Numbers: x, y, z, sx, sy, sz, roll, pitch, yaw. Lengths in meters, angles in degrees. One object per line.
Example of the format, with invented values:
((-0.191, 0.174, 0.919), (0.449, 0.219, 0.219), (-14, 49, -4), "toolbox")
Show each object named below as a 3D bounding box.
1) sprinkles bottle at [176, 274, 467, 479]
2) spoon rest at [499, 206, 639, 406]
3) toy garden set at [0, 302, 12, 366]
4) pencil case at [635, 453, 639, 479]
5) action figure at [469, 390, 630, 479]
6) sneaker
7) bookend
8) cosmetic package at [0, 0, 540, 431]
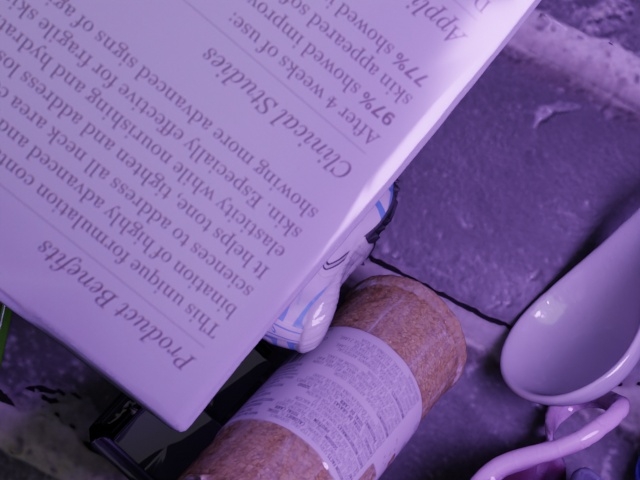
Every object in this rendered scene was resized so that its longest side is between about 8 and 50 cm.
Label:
((-0.012, 0.159, 1.353), (0.121, 0.121, 0.355), (49, 42, -4), "sprinkles bottle")
((0.263, 0.037, 1.498), (0.276, 0.137, 0.084), (-41, 120, -14), "spoon rest")
((-0.376, 0.089, 1.417), (0.244, 0.049, 0.203), (12, 91, -18), "toy garden set")
((0.419, 0.233, 1.507), (0.306, 0.119, 0.133), (33, 100, -7), "pencil case")
((0.085, 0.252, 1.400), (0.370, 0.248, 0.275), (2, 87, -10), "action figure")
((0.000, 0.000, 1.422), (0.086, 0.237, 0.085), (30, 127, 3), "sneaker")
((-0.107, 0.124, 1.422), (0.072, 0.157, 0.156), (43, 84, -5), "bookend")
((-0.109, -0.144, 1.242), (0.329, 0.327, 0.393), (40, 91, -12), "cosmetic package")
